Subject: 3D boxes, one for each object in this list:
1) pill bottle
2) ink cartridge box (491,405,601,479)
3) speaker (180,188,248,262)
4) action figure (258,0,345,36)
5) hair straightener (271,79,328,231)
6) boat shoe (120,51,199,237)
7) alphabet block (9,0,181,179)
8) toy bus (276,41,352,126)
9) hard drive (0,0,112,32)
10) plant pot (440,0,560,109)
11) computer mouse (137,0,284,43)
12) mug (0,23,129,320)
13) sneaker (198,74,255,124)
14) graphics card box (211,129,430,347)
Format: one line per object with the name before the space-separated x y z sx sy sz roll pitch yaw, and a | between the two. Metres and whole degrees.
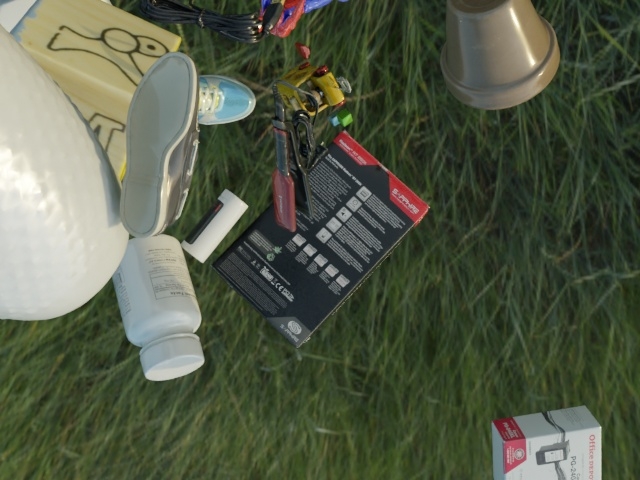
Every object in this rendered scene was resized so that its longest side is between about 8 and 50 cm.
pill bottle | -0.277 0.116 1.425 0.131 0.229 0.131 -17 156 -8
ink cartridge box | 0.338 0.318 1.234 0.151 0.063 0.109 -8 109 -4
speaker | -0.193 -0.027 1.510 0.055 0.055 0.136 40 86 -23
action figure | -0.028 -0.484 1.566 0.091 0.280 0.139 46 162 27
hair straightener | -0.033 -0.123 1.141 0.047 0.089 0.230 27 140 35
boat shoe | -0.169 -0.105 0.913 0.075 0.065 0.206 19 103 19
alphabet block | -0.337 -0.217 1.184 0.197 0.192 0.193 24 134 -10
toy bus | -0.025 -0.342 1.923 0.191 0.104 0.202 49 169 19
hard drive | -0.447 -0.323 1.456 0.233 0.047 0.353 -20 154 2
plant pot | 0.370 -0.454 1.782 0.263 0.263 0.229 -8 145 19
computer mouse | -0.131 -0.377 1.146 0.184 0.262 0.060 15 138 -5
mug | -0.416 -0.037 0.911 0.374 0.276 0.328 -38 132 2
sneaker | -0.303 -0.319 1.921 0.319 0.208 0.127 3 109 -11
graphics card box | 0.000 0.000 1.594 0.233 0.371 0.094 42 171 4
